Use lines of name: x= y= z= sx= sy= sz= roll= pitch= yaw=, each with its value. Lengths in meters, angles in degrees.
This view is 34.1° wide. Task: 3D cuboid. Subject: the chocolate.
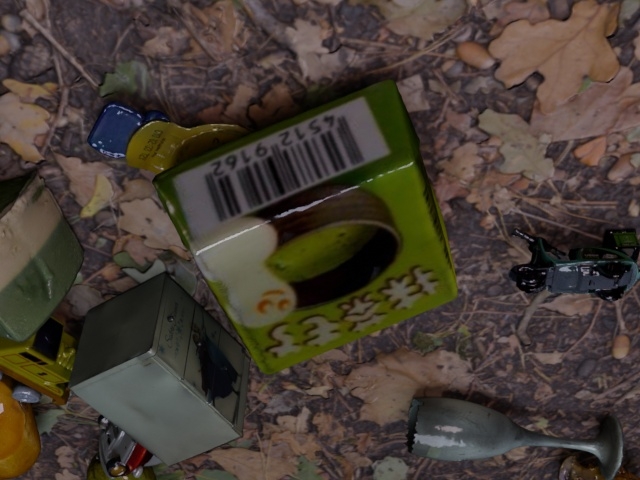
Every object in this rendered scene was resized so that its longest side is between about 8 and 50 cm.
chocolate: x=0.000 y=0.000 z=1.225 sx=0.300 sy=0.137 sz=0.289 roll=-22 pitch=137 yaw=3

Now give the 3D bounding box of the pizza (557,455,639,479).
pizza: x=0.488 y=0.425 z=1.673 sx=0.161 sy=0.086 sz=0.305 roll=-16 pitch=131 yaw=44

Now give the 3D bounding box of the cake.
cake: x=-0.471 y=0.042 z=1.312 sx=0.283 sy=0.172 sz=0.158 roll=-10 pitch=128 yaw=13

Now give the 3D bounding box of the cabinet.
cabinet: x=-0.210 y=0.181 z=1.439 sx=0.150 sy=0.145 sz=0.206 roll=-26 pitch=126 yaw=23

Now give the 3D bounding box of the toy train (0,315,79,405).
toy train: x=-0.390 y=0.155 z=1.427 sx=0.127 sy=0.089 sz=0.219 roll=-11 pitch=146 yaw=27

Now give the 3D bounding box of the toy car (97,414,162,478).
toy car: x=-0.263 y=0.290 z=1.574 sx=0.112 sy=0.112 sz=0.139 roll=17 pitch=122 yaw=-32

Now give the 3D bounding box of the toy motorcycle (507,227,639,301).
toy motorcycle: x=0.321 y=0.029 z=1.322 sx=0.173 sy=0.100 sz=0.058 roll=-2 pitch=131 yaw=0

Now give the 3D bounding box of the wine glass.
wine glass: x=0.284 y=0.340 z=1.484 sx=0.309 sy=0.264 sz=0.096 roll=7 pitch=125 yaw=-4

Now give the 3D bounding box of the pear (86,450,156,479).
pear: x=-0.311 y=0.379 z=1.643 sx=0.107 sy=0.107 sz=0.131 roll=-22 pitch=111 yaw=19

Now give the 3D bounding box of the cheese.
cheese: x=-0.151 y=-0.094 z=1.246 sx=0.250 sy=0.064 sz=0.156 roll=24 pitch=127 yaw=-22

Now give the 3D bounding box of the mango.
mango: x=-0.512 y=0.267 z=1.535 sx=0.187 sy=0.138 sz=0.257 roll=-16 pitch=134 yaw=-6
